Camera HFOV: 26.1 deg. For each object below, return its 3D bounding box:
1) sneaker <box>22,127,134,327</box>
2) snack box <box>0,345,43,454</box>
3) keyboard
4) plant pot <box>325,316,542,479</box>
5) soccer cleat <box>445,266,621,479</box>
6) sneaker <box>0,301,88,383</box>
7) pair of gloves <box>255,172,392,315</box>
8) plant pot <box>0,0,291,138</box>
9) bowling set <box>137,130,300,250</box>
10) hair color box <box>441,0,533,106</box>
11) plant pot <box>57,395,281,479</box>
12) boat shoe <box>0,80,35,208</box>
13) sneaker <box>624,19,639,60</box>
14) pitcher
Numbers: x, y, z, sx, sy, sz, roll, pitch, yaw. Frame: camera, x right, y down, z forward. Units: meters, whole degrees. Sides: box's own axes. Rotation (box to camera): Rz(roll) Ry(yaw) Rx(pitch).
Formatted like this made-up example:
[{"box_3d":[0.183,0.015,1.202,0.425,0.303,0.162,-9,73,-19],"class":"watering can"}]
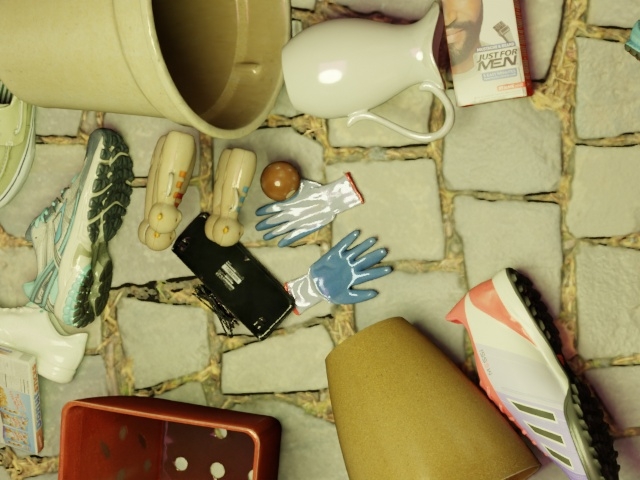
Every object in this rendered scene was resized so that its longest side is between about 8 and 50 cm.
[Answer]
[{"box_3d":[-0.349,-0.025,1.913,0.122,0.110,0.283,19,101,18],"class":"sneaker"},{"box_3d":[-0.433,0.229,1.969,0.064,0.022,0.178,15,127,14],"class":"snack box"},{"box_3d":[-0.127,0.058,1.894,0.100,0.038,0.192,-45,74,0],"class":"keyboard"},{"box_3d":[0.116,0.233,1.753,0.237,0.237,0.254,-34,73,17],"class":"plant pot"},{"box_3d":[0.267,0.192,1.721,0.116,0.108,0.318,-33,66,20],"class":"soccer cleat"},{"box_3d":[-0.431,0.119,1.978,0.212,0.080,0.094,27,91,5],"class":"sneaker"},{"box_3d":[0.000,0.000,1.853,0.159,0.023,0.198,-24,89,18],"class":"pair of gloves"},{"box_3d":[-0.250,-0.291,1.765,0.305,0.334,0.334,0,96,28],"class":"plant pot"},{"box_3d":[-0.133,-0.046,1.791,0.199,0.287,0.154,13,91,-6],"class":"bowling set"},{"box_3d":[0.209,-0.258,1.744,0.093,0.053,0.167,-8,92,18],"class":"hair color box"},{"box_3d":[-0.177,0.337,1.832,0.267,0.236,0.267,7,97,16],"class":"plant pot"},{"box_3d":[-0.454,-0.187,1.932,0.109,0.094,0.302,17,101,14],"class":"boat shoe"},{"box_3d":[0.501,-0.229,1.633,0.261,0.104,0.125,24,100,13],"class":"sneaker"},{"box_3d":[0.063,-0.201,1.755,0.207,0.125,0.178,-10,80,10],"class":"pitcher"}]
